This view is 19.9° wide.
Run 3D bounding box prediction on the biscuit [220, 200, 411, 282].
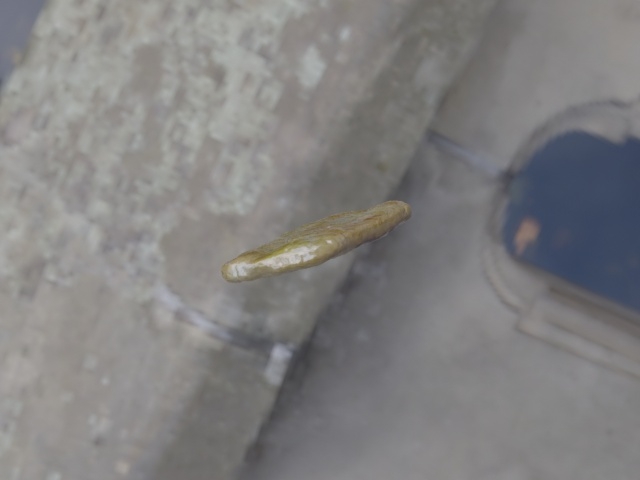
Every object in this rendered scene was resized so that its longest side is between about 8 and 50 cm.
[{"bbox_3d":[0.000,0.000,0.970,0.071,0.147,0.018,-12,97,27],"label":"biscuit"}]
